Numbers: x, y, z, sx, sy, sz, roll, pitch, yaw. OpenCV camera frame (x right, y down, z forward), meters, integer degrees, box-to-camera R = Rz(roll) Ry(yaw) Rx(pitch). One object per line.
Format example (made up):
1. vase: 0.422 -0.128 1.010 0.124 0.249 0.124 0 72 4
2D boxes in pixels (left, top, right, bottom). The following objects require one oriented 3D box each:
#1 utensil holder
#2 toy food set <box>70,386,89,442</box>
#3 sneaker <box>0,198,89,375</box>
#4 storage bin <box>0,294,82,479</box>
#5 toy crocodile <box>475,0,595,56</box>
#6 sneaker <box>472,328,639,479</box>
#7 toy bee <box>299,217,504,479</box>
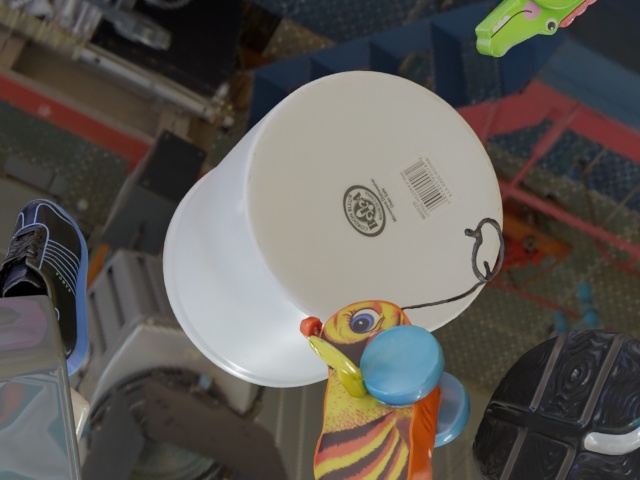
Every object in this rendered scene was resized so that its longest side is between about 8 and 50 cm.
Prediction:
1. utensil holder: 0.000 0.000 1.370 0.327 0.385 0.327 4 -103 -17
2. toy food set: -0.395 0.284 1.187 0.306 0.220 0.092 -28 -110 -33
3. sneaker: -0.299 0.032 1.178 0.090 0.081 0.232 54 -168 -50
4. storage bin: -0.146 0.087 0.457 0.091 0.135 0.098 -10 -153 -15
5. toy crocodile: 0.318 -0.334 1.308 0.105 0.340 0.115 46 179 -14
6. sneaker: 0.323 0.200 0.843 0.257 0.447 0.169 34 -108 -23
7. toy bee: 0.051 0.124 0.976 0.162 0.195 0.298 0 -148 30
